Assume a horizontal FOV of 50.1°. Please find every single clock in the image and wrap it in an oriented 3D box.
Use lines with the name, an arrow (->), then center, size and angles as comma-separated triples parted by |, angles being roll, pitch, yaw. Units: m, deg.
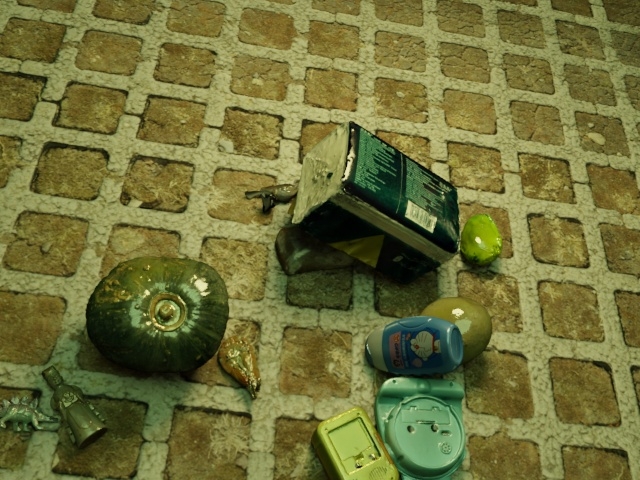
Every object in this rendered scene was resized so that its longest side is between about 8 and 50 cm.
clock -> 0.255, 0.475, 1.682 | 0.224, 0.094, 0.274 | 2, 56, -9
clock -> 0.080, 0.512, 1.620 | 0.143, 0.096, 0.202 | -18, 64, -25

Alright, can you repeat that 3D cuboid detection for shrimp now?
shrimp -> -0.195, 0.321, 1.724 | 0.091, 0.043, 0.184 | -24, 59, -17

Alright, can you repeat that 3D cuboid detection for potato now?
potato -> 0.345, 0.245, 1.818 | 0.235, 0.160, 0.178 | -41, 35, -16

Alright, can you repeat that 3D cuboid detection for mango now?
mango -> 0.477, -0.002, 2.037 | 0.119, 0.100, 0.178 | 8, 51, 2

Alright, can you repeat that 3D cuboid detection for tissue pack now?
tissue pack -> 0.155, -0.096, 1.856 | 0.416, 0.253, 0.264 | 28, 49, -28

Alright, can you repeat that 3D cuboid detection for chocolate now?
chocolate -> 0.001, 0.001, 1.946 | 0.254, 0.080, 0.157 | -8, 59, -17

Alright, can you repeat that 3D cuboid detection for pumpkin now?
pumpkin -> -0.389, 0.173, 1.645 | 0.328, 0.257, 0.291 | 14, 68, -11

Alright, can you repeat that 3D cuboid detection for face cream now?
face cream -> 0.227, 0.269, 1.739 | 0.083, 0.264, 0.149 | 10, 73, -52

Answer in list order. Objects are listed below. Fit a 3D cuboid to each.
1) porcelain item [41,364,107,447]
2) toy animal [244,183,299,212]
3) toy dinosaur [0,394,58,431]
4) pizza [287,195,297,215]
porcelain item -> -0.583, 0.375, 1.595 | 0.084, 0.054, 0.213 | -31, 67, -29
toy animal -> -0.113, -0.145, 2.027 | 0.202, 0.070, 0.105 | -20, 39, -21
toy dinosaur -> -0.707, 0.395, 1.561 | 0.209, 0.039, 0.082 | 8, 52, -20
pizza -> 0.018, -0.128, 2.013 | 0.271, 0.056, 0.134 | -20, 106, -29
